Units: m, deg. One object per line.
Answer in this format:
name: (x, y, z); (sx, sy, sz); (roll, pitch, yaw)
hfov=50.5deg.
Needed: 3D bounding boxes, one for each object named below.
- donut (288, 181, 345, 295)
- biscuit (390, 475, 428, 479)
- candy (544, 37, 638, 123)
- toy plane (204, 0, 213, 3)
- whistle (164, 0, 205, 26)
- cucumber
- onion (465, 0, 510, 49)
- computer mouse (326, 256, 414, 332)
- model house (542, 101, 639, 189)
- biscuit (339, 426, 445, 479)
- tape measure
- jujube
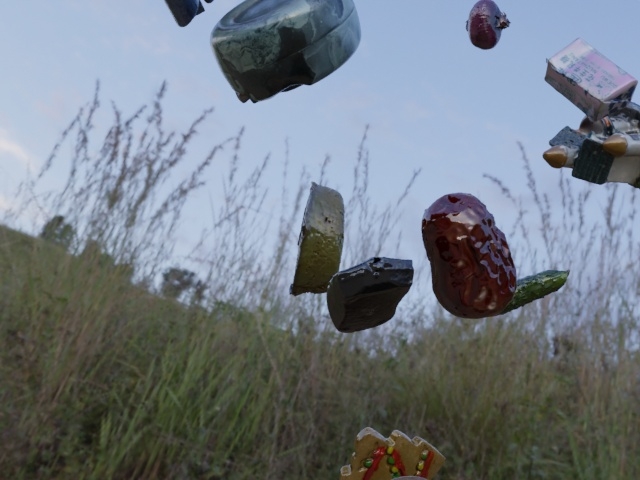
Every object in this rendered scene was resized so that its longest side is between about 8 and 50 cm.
donut: (0.000, 0.000, 1.564); (0.107, 0.272, 0.272); (10, -27, -4)
biscuit: (0.160, 0.493, 0.939); (0.380, 0.359, 0.074); (12, -56, 10)
candy: (0.517, -0.308, 1.313); (0.160, 0.092, 0.073); (53, -8, 31)
toy plane: (-0.182, -0.567, 1.237); (0.254, 0.105, 0.271); (21, -44, 1)
whistle: (-0.245, -0.433, 1.086); (0.062, 0.062, 0.304); (17, -9, 6)
cucumber: (0.458, 0.116, 1.541); (0.227, 0.069, 0.069); (-23, -41, 12)
onion: (0.388, -0.501, 1.572); (0.104, 0.115, 0.115); (5, -30, 36)
computer mouse: (0.071, 0.078, 1.048); (0.121, 0.074, 0.217); (-12, -23, -12)
model house: (0.731, -0.260, 1.804); (0.300, 0.271, 0.190); (-5, -54, -20)
biscuit: (0.151, 0.473, 1.395); (0.238, 0.213, 0.041); (-6, 17, -17)
tape measure: (-0.057, -0.354, 1.178); (0.256, 0.275, 0.147); (-20, -57, 14)
jujube: (0.261, 0.030, 1.215); (0.155, 0.155, 0.230); (-2, -56, 37)
